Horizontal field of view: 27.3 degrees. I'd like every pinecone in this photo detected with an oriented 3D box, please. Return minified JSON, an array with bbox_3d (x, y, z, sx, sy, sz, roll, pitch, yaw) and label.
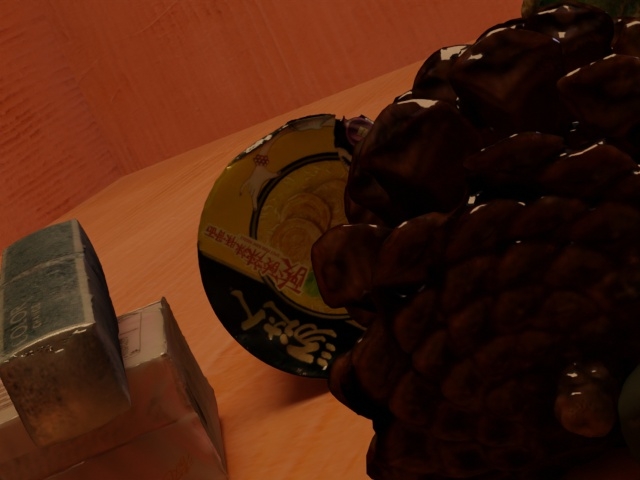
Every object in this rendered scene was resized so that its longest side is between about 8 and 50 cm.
[{"bbox_3d":[0.136,-0.007,0.746,0.298,0.242,0.296,-42,1,26],"label":"pinecone"}]

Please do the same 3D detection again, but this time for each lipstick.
[{"bbox_3d":[-0.187,0.057,0.942,0.077,0.076,0.290,-22,16,-6],"label":"lipstick"}]

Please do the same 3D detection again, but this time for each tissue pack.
[{"bbox_3d":[-0.197,0.153,1.014,0.225,0.124,0.185,-24,12,-2],"label":"tissue pack"}]

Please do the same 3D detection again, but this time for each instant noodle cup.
[{"bbox_3d":[0.000,0.000,1.158,0.215,0.215,0.236,-25,4,-2],"label":"instant noodle cup"}]

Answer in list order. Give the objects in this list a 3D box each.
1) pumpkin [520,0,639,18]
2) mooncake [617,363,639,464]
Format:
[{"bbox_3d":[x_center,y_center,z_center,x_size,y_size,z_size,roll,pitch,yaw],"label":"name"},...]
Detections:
[{"bbox_3d":[0.283,-0.120,1.069,0.263,0.197,0.293,13,7,3],"label":"pumpkin"},{"bbox_3d":[0.217,0.081,0.561,0.168,0.104,0.175,-19,15,11],"label":"mooncake"}]
